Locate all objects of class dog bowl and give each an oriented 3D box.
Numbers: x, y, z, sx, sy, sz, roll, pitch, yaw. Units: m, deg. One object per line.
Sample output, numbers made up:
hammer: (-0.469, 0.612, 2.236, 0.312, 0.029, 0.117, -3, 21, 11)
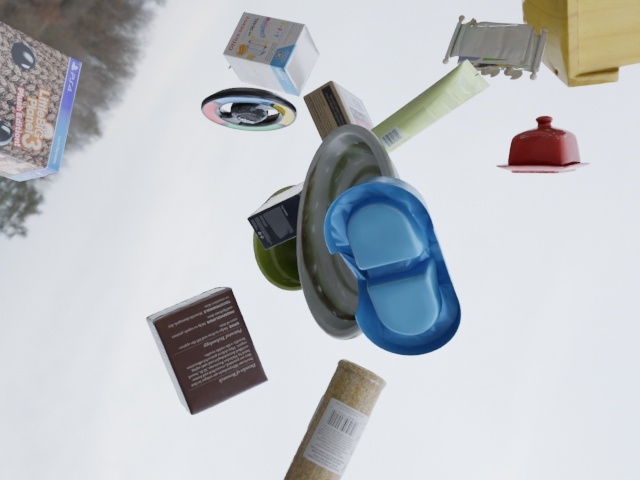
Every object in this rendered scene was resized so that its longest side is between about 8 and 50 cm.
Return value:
dog bowl: (0.116, 0.034, 1.187, 0.165, 0.297, 0.074, -14, -158, 20)

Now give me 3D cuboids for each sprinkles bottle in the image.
sprinkles bottle: (0.018, 0.438, 1.654, 0.121, 0.121, 0.356, 5, -115, 62)

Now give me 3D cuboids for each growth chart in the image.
growth chart: (0.394, -0.435, 1.739, 0.237, 0.021, 0.172, 16, -113, 28)

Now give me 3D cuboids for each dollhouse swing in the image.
dollhouse swing: (0.649, -0.569, 1.707, 0.304, 0.347, 0.315, -19, -140, -1)

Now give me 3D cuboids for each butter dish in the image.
butter dish: (0.464, -0.200, 1.600, 0.159, 0.160, 0.118, 5, -80, 37)

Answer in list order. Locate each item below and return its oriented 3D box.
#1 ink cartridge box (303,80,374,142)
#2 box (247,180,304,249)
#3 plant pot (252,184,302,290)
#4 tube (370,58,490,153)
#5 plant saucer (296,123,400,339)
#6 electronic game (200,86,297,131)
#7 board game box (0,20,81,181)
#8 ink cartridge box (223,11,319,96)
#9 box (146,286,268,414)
ink cartridge box: (0.069, -0.264, 1.865, 0.088, 0.193, 0.234, -28, 170, 18)
box: (-0.064, -0.069, 1.828, 0.158, 0.093, 0.156, -24, -168, 28)
plant pot: (0.000, 0.000, 2.093, 0.276, 0.253, 0.276, -3, -94, 35)
tube: (0.205, -0.254, 1.484, 0.240, 0.062, 0.070, -34, 180, 25)
plant saucer: (0.074, -0.015, 1.450, 0.400, 0.100, 0.401, -178, -90, -65)
electronic game: (-0.169, -0.306, 1.824, 0.229, 0.229, 0.048, -14, -110, 54)
board game box: (-0.613, -0.266, 1.391, 0.141, 0.291, 0.232, -5, -107, 38)
ink cartridge box: (-0.092, -0.324, 1.329, 0.143, 0.090, 0.092, 18, -105, 22)
box: (-0.233, 0.216, 1.551, 0.167, 0.203, 0.168, -23, -176, -18)
